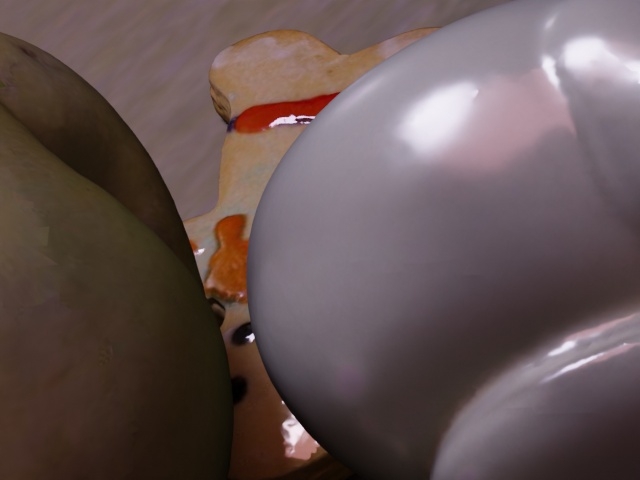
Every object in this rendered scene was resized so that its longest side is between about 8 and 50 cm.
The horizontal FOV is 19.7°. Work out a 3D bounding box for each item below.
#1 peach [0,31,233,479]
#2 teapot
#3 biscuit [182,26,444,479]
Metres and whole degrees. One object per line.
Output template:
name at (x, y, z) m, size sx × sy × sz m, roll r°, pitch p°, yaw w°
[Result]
peach at (-0.165, 0.065, 0.587) m, size 0.292 × 0.247 × 0.292 m, roll -17°, pitch 41°, yaw 16°
teapot at (0.082, -0.006, 0.516) m, size 0.220 × 0.318 × 0.149 m, roll -23°, pitch 63°, yaw 1°
biscuit at (0.000, 0.000, 0.733) m, size 0.153 × 0.030 × 0.234 m, roll -2°, pitch 50°, yaw 23°
